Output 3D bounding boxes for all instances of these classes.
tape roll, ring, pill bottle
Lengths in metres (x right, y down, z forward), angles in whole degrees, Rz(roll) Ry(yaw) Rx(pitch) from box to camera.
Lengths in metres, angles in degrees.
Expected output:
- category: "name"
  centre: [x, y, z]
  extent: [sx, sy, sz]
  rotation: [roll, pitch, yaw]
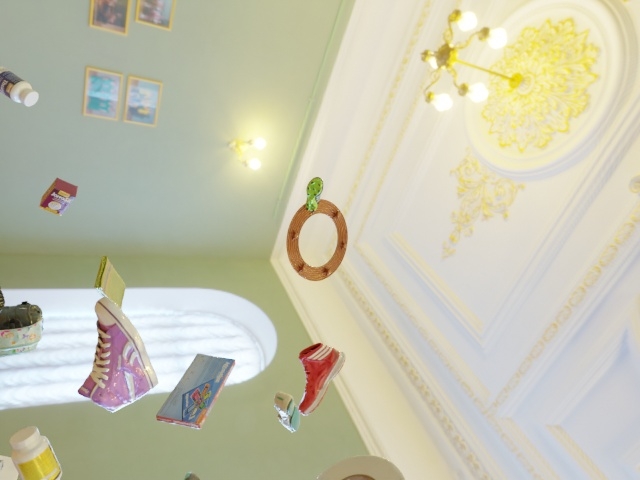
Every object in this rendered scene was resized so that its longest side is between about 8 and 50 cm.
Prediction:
- category: "tape roll"
  centre: [0.122, 0.911, 1.580]
  extent: [0.392, 0.392, 0.071]
  rotation: [11, -53, 60]
- category: "ring"
  centre: [0.000, 0.000, 1.867]
  extent: [0.032, 0.337, 0.336]
  rotation: [9, -85, 47]
- category: "pill bottle"
  centre: [-0.556, 0.424, 0.899]
  extent: [0.065, 0.065, 0.116]
  rotation: [22, -52, 59]
- category: "pill bottle"
  centre: [-0.887, -0.443, 1.341]
  extent: [0.067, 0.120, 0.067]
  rotation: [-56, -179, 1]

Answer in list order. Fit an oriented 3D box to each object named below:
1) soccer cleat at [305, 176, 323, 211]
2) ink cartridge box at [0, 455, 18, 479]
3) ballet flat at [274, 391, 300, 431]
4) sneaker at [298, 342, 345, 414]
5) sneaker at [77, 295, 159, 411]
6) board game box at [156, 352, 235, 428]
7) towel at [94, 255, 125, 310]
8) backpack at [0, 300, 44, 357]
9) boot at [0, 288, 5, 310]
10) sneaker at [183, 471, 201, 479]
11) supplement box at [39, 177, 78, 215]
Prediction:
- category: "soccer cleat"
  centre: [-0.022, -0.183, 1.736]
  extent: [0.178, 0.060, 0.072]
  rotation: [106, 4, -52]
- category: "ink cartridge box"
  centre: [-1.069, 0.717, 1.441]
  extent: [0.140, 0.190, 0.082]
  rotation: [-20, -129, 21]
- category: "ballet flat"
  centre: [-0.129, 0.640, 1.737]
  extent: [0.248, 0.086, 0.086]
  rotation: [84, -16, -46]
- category: "sneaker"
  centre: [-0.034, 0.400, 1.381]
  extent: [0.221, 0.128, 0.087]
  rotation: [-58, -168, -4]
- category: "sneaker"
  centre: [-0.490, 0.276, 1.063]
  extent: [0.102, 0.161, 0.281]
  rotation: [14, -54, 45]
- category: "board game box"
  centre: [-0.396, 0.480, 1.506]
  extent: [0.281, 0.145, 0.027]
  rotation: [-64, 156, -59]
- category: "towel"
  centre: [-0.633, 0.138, 1.411]
  extent: [0.237, 0.021, 0.102]
  rotation: [107, -12, -63]
- category: "backpack"
  centre: [-1.306, 0.384, 1.969]
  extent: [0.254, 0.225, 0.190]
  rotation: [15, -75, 55]
- category: "boot"
  centre: [-1.126, 0.148, 1.465]
  extent: [0.260, 0.131, 0.347]
  rotation: [-38, -113, 35]
- category: "sneaker"
  centre: [-0.284, 0.651, 1.171]
  extent: [0.166, 0.076, 0.065]
  rotation: [63, 15, -12]
- category: "supplement box"
  centre: [-0.657, -0.109, 1.162]
  extent: [0.083, 0.055, 0.043]
  rotation: [-39, -136, 24]
